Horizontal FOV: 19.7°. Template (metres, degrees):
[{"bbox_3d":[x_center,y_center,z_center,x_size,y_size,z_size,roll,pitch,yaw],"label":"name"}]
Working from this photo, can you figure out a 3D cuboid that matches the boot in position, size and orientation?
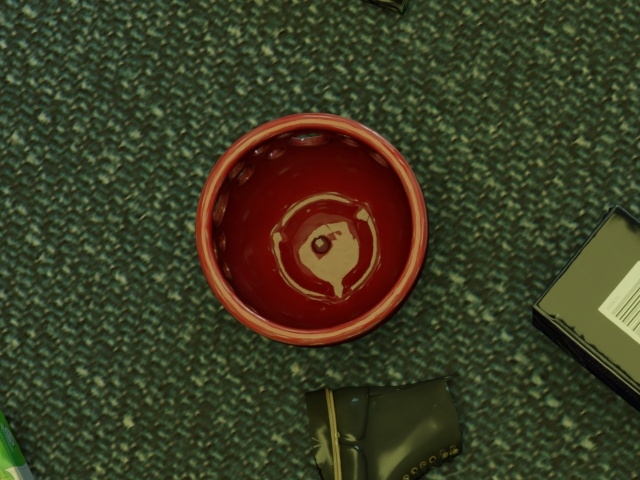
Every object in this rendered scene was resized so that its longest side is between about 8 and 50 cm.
[{"bbox_3d":[0.069,0.215,1.581,0.137,0.077,0.198,-11,83,-1],"label":"boot"}]

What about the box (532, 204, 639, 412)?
[{"bbox_3d":[0.263,0.068,1.508,0.153,0.207,0.108,39,89,10],"label":"box"}]

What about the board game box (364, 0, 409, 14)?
[{"bbox_3d":[0.061,-0.346,1.672,0.136,0.030,0.260,22,86,10],"label":"board game box"}]

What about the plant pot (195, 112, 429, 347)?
[{"bbox_3d":[0.000,0.000,1.560,0.191,0.174,0.191,-1,82,6],"label":"plant pot"}]

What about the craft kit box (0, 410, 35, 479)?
[{"bbox_3d":[-0.341,0.312,1.610,0.250,0.061,0.247,-26,88,2],"label":"craft kit box"}]
